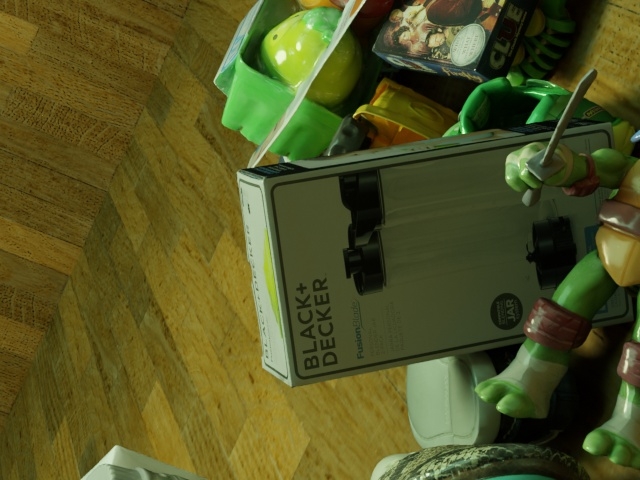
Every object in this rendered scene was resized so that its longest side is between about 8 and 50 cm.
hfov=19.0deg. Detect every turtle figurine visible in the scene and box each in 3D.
[{"bbox_3d":[0.214,0.019,1.349,0.275,0.197,0.266,-127,56,-75],"label":"turtle figurine"}]

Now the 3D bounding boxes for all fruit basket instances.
[{"bbox_3d":[0.019,-0.272,2.081,0.327,0.165,0.353,-71,7,-50],"label":"fruit basket"}]

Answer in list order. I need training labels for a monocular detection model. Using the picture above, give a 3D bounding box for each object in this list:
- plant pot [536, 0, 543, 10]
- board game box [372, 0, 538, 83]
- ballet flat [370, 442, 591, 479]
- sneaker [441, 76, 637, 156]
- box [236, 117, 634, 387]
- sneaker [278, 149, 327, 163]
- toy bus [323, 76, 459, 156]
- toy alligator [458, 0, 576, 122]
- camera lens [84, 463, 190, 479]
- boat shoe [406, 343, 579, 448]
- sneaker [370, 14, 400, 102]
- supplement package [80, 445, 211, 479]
[{"bbox_3d":[0.176,-0.236,1.958,0.096,0.109,0.109,21,89,61],"label":"plant pot"},{"bbox_3d":[0.160,-0.277,1.882,0.165,0.042,0.243,17,82,53],"label":"board game box"},{"bbox_3d":[0.058,0.287,1.562,0.182,0.164,0.483,-90,24,-54],"label":"ballet flat"},{"bbox_3d":[0.175,-0.100,1.720,0.109,0.123,0.295,-58,17,-11],"label":"sneaker"},{"bbox_3d":[0.091,0.006,1.511,0.087,0.290,0.169,-156,58,-73],"label":"box"},{"bbox_3d":[0.000,0.000,2.212,0.153,0.099,0.282,106,159,-52],"label":"sneaker"},{"bbox_3d":[0.067,-0.060,2.023,0.220,0.149,0.211,-62,4,28],"label":"toy bus"},{"bbox_3d":[0.202,-0.173,1.882,0.051,0.056,0.190,48,122,25],"label":"toy alligator"},{"bbox_3d":[-0.110,0.346,1.795,0.219,0.274,0.219,-57,20,33],"label":"camera lens"},{"bbox_3d":[0.138,0.128,1.633,0.302,0.091,0.114,-151,60,-79],"label":"boat shoe"},{"bbox_3d":[0.061,-0.200,2.306,0.283,0.110,0.122,-64,35,22],"label":"sneaker"},{"bbox_3d":[-0.193,0.374,2.156,0.149,0.194,0.203,-44,28,52],"label":"supplement package"}]
